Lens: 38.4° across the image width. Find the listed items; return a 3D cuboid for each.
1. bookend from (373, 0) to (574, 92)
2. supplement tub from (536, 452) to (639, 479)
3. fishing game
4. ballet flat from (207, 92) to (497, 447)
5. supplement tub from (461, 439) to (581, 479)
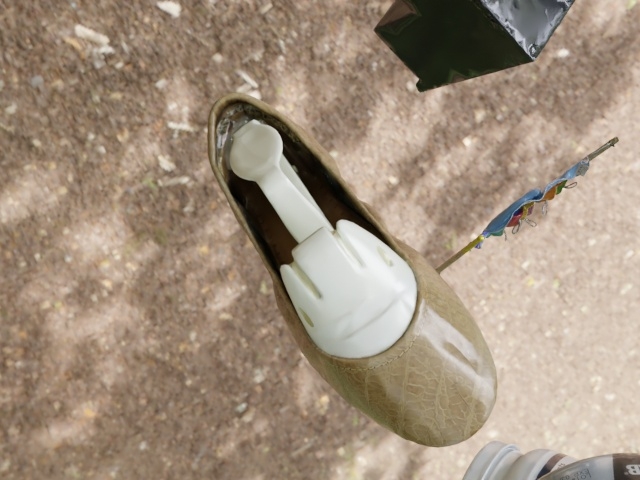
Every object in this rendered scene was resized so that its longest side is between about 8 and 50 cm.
[{"bbox_3d":[0.094,-0.210,0.754,0.156,0.157,0.072,42,71,-20],"label":"bookend"},{"bbox_3d":[0.217,0.302,0.566,0.194,0.316,0.193,1,118,2],"label":"supplement tub"},{"bbox_3d":[0.261,-0.038,1.127,0.264,0.041,0.189,-33,173,-31],"label":"fishing game"},{"bbox_3d":[0.000,0.000,0.671,0.116,0.342,0.124,-35,142,4],"label":"ballet flat"},{"bbox_3d":[0.298,0.348,1.028,0.191,0.272,0.191,-27,124,-50],"label":"supplement tub"}]
